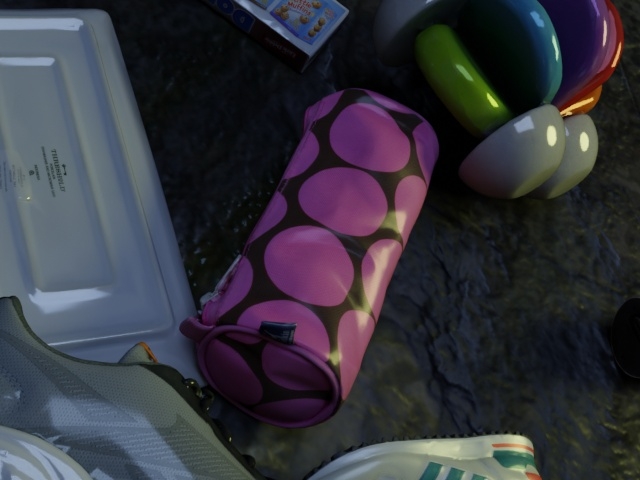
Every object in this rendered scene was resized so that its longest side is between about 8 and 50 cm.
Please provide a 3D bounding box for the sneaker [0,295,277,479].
[{"bbox_3d":[-0.064,0.115,0.500,0.271,0.100,0.108,28,66,-7],"label":"sneaker"}]

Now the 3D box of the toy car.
[{"bbox_3d":[0.136,-0.120,0.712,0.159,0.136,0.182,59,26,15],"label":"toy car"}]

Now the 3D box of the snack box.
[{"bbox_3d":[-0.067,-0.194,0.754,0.178,0.022,0.064,36,51,-1],"label":"snack box"}]

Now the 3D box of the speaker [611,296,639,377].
[{"bbox_3d":[0.269,0.067,0.729,0.136,0.055,0.055,2,59,-24],"label":"speaker"}]

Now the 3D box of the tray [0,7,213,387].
[{"bbox_3d":[-0.158,-0.035,0.607,0.145,0.030,0.270,-6,63,-27],"label":"tray"}]

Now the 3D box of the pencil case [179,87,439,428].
[{"bbox_3d":[0.000,0.000,0.622,0.098,0.095,0.209,28,50,-4],"label":"pencil case"}]

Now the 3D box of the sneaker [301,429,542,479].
[{"bbox_3d":[0.060,0.150,0.575,0.161,0.057,0.075,0,55,-29],"label":"sneaker"}]
